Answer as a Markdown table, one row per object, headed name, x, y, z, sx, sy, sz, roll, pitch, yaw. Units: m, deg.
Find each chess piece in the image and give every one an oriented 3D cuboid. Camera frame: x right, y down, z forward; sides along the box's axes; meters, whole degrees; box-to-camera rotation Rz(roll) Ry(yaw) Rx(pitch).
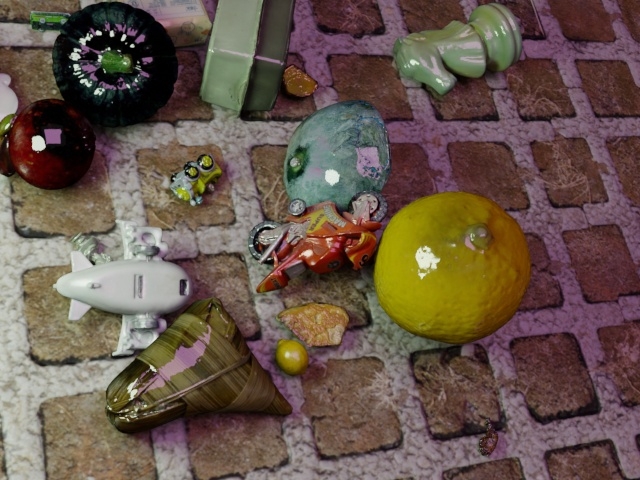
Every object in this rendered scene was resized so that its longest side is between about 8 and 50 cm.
| name | x | y | z | sx | sy | sz | roll | pitch | yaw |
| --- | --- | --- | --- | --- | --- | --- | --- | --- | --- |
| chess piece | 0.331 | -0.459 | 2.250 | 0.298 | 0.176 | 0.175 | -23 | 75 | -17 |

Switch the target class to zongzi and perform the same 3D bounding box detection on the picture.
| name | x | y | z | sx | sy | sz | roll | pitch | yaw |
| --- | --- | --- | --- | --- | --- | --- | --- | --- | --- |
| zongzi | -0.212 | 0.289 | 1.656 | 0.286 | 0.134 | 0.288 | -44 | 109 | -22 |

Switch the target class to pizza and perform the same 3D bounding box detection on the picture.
| name | x | y | z | sx | sy | sz | roll | pitch | yaw |
| --- | --- | --- | --- | --- | --- | --- | --- | --- | --- |
| pizza | -0.010 | 0.170 | 1.836 | 0.160 | 0.036 | 0.099 | -4 | 66 | -24 |

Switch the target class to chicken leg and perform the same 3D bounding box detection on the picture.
| name | x | y | z | sx | sy | sz | roll | pitch | yaw |
| --- | --- | --- | --- | --- | --- | --- | --- | --- | --- |
| chicken leg | 0.345 | 0.403 | 1.881 | 0.036 | 0.021 | 0.083 | 23 | 57 | 0 |

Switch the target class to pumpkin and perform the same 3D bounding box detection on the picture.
| name | x | y | z | sx | sy | sz | roll | pitch | yaw |
| --- | --- | --- | --- | --- | --- | --- | --- | --- | --- |
| pumpkin | -0.398 | -0.345 | 1.792 | 0.248 | 0.248 | 0.248 | 10 | 62 | -19 |

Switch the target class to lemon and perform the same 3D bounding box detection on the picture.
| name | x | y | z | sx | sy | sz | roll | pitch | yaw |
| --- | --- | --- | --- | --- | --- | --- | --- | --- | --- |
| lemon | 0.257 | 0.056 | 1.832 | 0.336 | 0.336 | 0.336 | 10 | 62 | -19 |
| lemon | -0.056 | 0.224 | 1.773 | 0.062 | 0.062 | 0.083 | -34 | 82 | -33 |

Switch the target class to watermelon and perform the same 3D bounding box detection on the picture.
| name | x | y | z | sx | sy | sz | roll | pitch | yaw |
| --- | --- | --- | --- | --- | --- | --- | --- | --- | --- |
| watermelon | 0.028 | -0.180 | 1.939 | 0.175 | 0.188 | 0.321 | 4 | 62 | -23 |

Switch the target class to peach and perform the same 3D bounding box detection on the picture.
| name | x | y | z | sx | sy | sz | roll | pitch | yaw |
| --- | --- | --- | --- | --- | --- | --- | --- | --- | --- |
| peach | -0.049 | -0.359 | 2.077 | 0.083 | 0.050 | 0.077 | -12 | 93 | -18 |

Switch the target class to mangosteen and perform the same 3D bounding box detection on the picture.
| name | x | y | z | sx | sy | sz | roll | pitch | yaw |
| --- | --- | --- | --- | --- | --- | --- | --- | --- | --- |
| mangosteen | -0.522 | -0.180 | 1.724 | 0.200 | 0.200 | 0.199 | 10 | 62 | -19 |

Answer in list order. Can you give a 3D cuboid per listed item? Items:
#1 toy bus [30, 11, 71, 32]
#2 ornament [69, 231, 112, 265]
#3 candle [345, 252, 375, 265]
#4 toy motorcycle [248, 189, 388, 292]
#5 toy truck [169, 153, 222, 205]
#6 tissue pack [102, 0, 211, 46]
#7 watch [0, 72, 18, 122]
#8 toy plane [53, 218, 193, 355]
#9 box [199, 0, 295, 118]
| name | x | y | z | sx | sy | sz | roll | pitch | yaw |
| --- | --- | --- | --- | --- | --- | --- | --- | --- | --- |
| toy bus | -0.560 | -0.456 | 1.919 | 0.083 | 0.031 | 0.037 | -4 | 57 | -25 |
| ornament | -0.429 | 0.025 | 1.723 | 0.092 | 0.041 | 0.068 | 22 | 65 | -32 |
| candle | 0.041 | 0.021 | 1.926 | 0.162 | 0.048 | 0.053 | 11 | 80 | -18 |
| toy motorcycle | 0.000 | -0.001 | 1.827 | 0.298 | 0.089 | 0.171 | -18 | 65 | 6 |
| toy truck | -0.251 | -0.120 | 1.864 | 0.077 | 0.076 | 0.111 | 53 | 56 | -16 |
| tissue pack | -0.352 | -0.492 | 1.990 | 0.196 | 0.092 | 0.148 | -14 | 71 | -27 |
| watch | -0.677 | -0.287 | 1.667 | 0.211 | 0.217 | 0.248 | 31 | 58 | -1 |
| toy plane | -0.354 | 0.085 | 1.679 | 0.252 | 0.118 | 0.252 | 2 | 85 | -29 |
| box | -0.153 | -0.425 | 1.967 | 0.166 | 0.220 | 0.290 | 11 | 61 | -8 |
